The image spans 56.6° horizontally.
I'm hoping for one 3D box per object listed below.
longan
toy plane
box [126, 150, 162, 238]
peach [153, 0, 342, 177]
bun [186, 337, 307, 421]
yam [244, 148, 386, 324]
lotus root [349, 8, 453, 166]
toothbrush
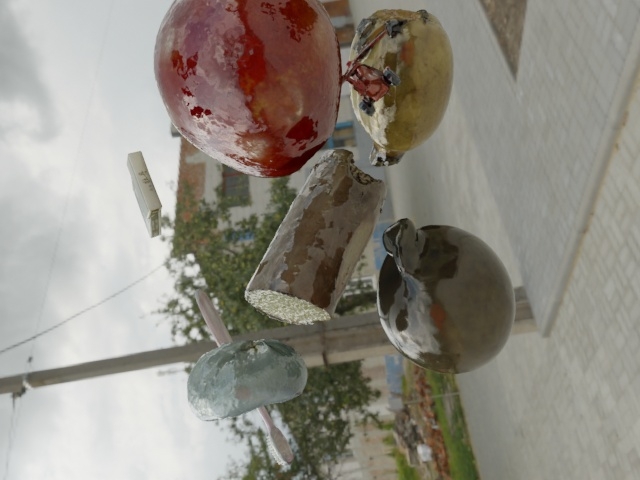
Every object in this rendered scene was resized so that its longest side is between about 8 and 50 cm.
[{"bbox_3d":[0.140,0.061,0.704,0.204,0.159,0.185,54,-153,-18],"label":"longan"},{"bbox_3d":[0.065,-0.215,0.781,0.077,0.126,0.194,39,-179,-5],"label":"toy plane"},{"bbox_3d":[-0.320,-0.078,1.087,0.109,0.029,0.198,68,162,7],"label":"box"},{"bbox_3d":[-0.074,-0.174,0.649,0.243,0.199,0.243,163,90,-87],"label":"peach"},{"bbox_3d":[-0.084,0.154,0.677,0.141,0.140,0.083,72,-176,-76],"label":"bun"},{"bbox_3d":[-0.001,-0.001,0.822,0.238,0.129,0.128,-64,-31,-25],"label":"yam"},{"bbox_3d":[0.132,-0.245,1.023,0.310,0.182,0.183,91,175,-45],"label":"lotus root"},{"bbox_3d":[-0.124,0.207,0.921,0.307,0.025,0.029,59,140,17],"label":"toothbrush"}]
